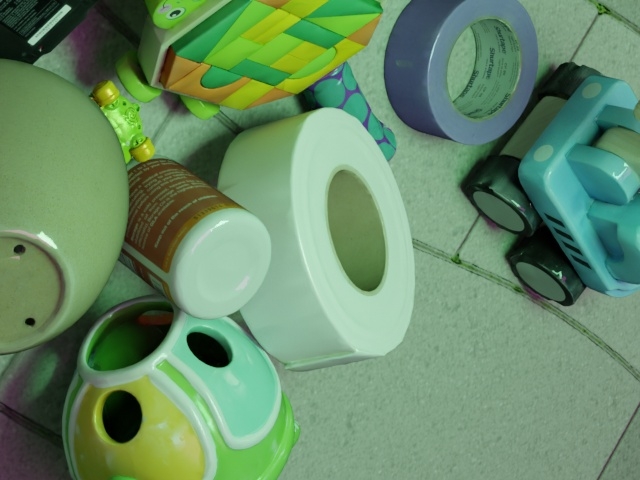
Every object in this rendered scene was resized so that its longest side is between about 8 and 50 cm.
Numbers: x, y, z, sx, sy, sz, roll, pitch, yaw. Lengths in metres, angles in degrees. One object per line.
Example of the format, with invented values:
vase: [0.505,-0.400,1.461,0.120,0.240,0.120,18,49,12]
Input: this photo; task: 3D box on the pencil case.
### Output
pencil case: [0.031,-0.153,2.007,0.070,0.064,0.152,-47,128,-19]

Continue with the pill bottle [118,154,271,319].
pill bottle: [-0.157,-0.016,1.776,0.121,0.216,0.121,-22,128,-31]

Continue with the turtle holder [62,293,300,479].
turtle holder: [-0.175,0.205,1.809,0.320,0.243,0.227,-48,129,-35]

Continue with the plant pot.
plant pot: [-0.308,-0.002,1.601,0.284,0.191,0.284,-7,122,-12]

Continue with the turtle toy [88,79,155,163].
turtle toy: [-0.237,-0.102,1.750,0.130,0.066,0.095,-36,115,-12]

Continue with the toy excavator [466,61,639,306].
toy excavator: [0.395,-0.082,2.087,0.222,0.445,0.433,-51,130,-17]

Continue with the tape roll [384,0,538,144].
tape roll: [0.173,-0.215,2.101,0.189,0.080,0.189,-13,112,-37]

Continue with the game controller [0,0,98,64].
game controller: [-0.296,-0.237,1.616,0.319,0.067,0.166,-40,145,16]

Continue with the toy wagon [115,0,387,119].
toy wagon: [-0.081,-0.222,1.739,0.267,0.068,0.344,-33,161,22]

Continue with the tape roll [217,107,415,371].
tape roll: [0.000,0.000,1.913,0.286,0.100,0.286,37,46,-52]
